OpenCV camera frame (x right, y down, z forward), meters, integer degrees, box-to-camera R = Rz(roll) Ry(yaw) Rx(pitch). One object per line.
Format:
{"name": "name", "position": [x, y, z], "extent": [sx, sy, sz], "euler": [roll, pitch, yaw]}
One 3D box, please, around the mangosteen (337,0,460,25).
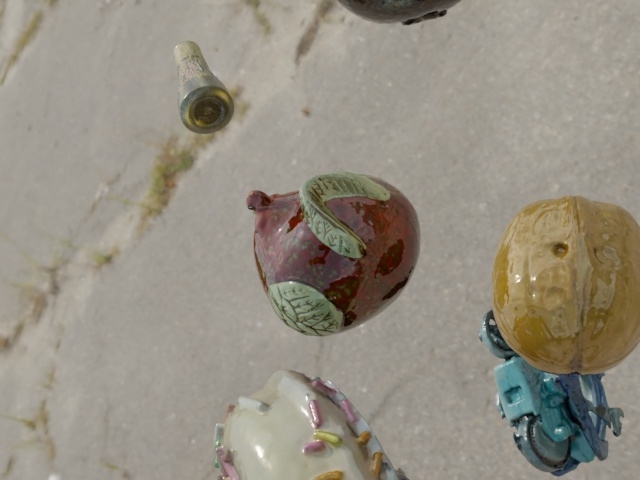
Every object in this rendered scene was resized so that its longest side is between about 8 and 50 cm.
{"name": "mangosteen", "position": [0.120, -0.460, 1.493], "extent": [0.288, 0.288, 0.288], "euler": [-39, 41, 44]}

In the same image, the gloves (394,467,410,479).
{"name": "gloves", "position": [0.093, 0.400, 1.419], "extent": [0.119, 0.142, 0.285], "euler": [-32, 14, 18]}

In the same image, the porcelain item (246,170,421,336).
{"name": "porcelain item", "position": [0.000, 0.000, 1.377], "extent": [0.253, 0.253, 0.253], "euler": [-39, 41, 44]}

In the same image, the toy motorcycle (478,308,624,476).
{"name": "toy motorcycle", "position": [0.349, 0.221, 1.549], "extent": [0.154, 0.206, 0.260], "euler": [-40, 61, 49]}

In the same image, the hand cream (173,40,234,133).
{"name": "hand cream", "position": [-0.195, -0.249, 1.586], "extent": [0.084, 0.084, 0.203], "euler": [-56, 35, 24]}

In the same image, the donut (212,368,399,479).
{"name": "donut", "position": [-0.006, 0.326, 1.134], "extent": [0.382, 0.142, 0.382], "euler": [55, 157, 38]}

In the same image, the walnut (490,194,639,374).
{"name": "walnut", "position": [0.301, 0.050, 1.213], "extent": [0.193, 0.193, 0.226], "euler": [-26, 42, 52]}
